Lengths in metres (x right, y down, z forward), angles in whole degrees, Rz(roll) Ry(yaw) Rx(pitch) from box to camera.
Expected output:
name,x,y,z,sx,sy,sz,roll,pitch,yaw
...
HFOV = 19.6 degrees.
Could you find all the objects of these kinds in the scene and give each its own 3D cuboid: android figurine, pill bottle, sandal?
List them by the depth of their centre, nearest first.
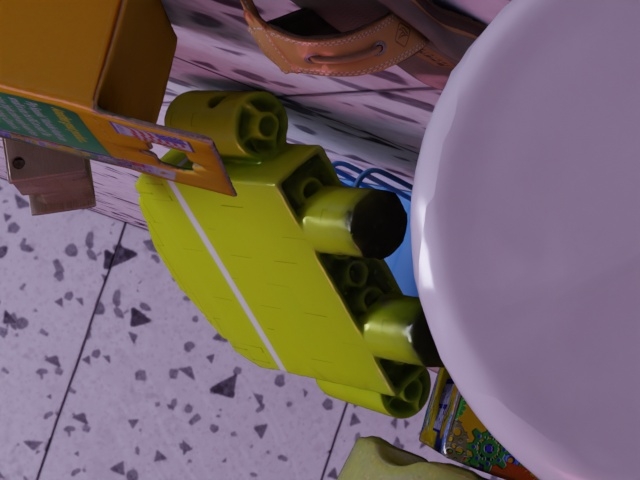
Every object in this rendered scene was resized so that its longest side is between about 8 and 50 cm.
name,x,y,z,sx,sy,sz,roll,pitch,yaw
pill bottle,0.132,0.015,0.614,0.169,0.169,0.301,18,175,14
sandal,0.007,-0.082,0.719,0.072,0.049,0.180,14,174,44
android figurine,-0.023,0.012,1.195,0.273,0.056,0.248,6,132,56

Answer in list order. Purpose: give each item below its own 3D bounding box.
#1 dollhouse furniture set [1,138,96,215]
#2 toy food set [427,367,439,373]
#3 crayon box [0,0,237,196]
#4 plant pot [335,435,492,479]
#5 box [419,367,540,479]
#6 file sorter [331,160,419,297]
name,x,y,z,sx,sy,sz,roll,pitch,yaw
dollhouse furniture set,-0.265,-0.062,1.114,0.242,0.212,0.161,-8,176,-5
toy food set,0.035,0.035,1.856,0.220,0.092,0.306,26,-177,-2
crayon box,-0.192,-0.108,0.898,0.323,0.083,0.203,15,175,2
plant pot,0.064,0.262,1.107,0.276,0.254,0.276,19,175,2
box,0.227,0.096,1.215,0.279,0.177,0.290,17,176,2
file sorter,0.000,0.000,1.369,0.104,0.118,0.170,27,172,-37
